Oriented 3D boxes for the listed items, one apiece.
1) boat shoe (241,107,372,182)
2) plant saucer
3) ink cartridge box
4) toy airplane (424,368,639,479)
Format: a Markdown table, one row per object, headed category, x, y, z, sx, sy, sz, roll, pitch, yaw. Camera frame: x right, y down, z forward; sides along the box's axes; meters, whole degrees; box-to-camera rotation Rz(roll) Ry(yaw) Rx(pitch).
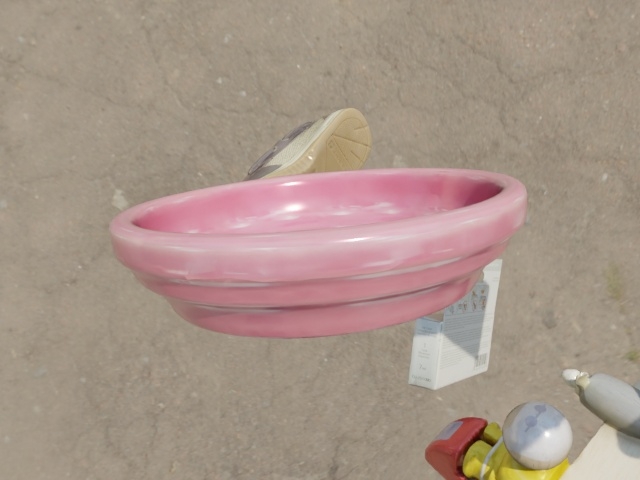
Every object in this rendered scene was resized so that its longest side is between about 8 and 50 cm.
| category | x | y | z | sx | sy | sz | roll | pitch | yaw |
| --- | --- | --- | --- | --- | --- | --- | --- | --- | --- |
| boat shoe | -0.046 | -0.061 | 0.796 | 0.092 | 0.103 | 0.285 | 3 | 46 | 50 |
| plant saucer | 0.000 | 0.000 | 0.542 | 0.332 | 0.332 | 0.084 | -2 | 103 | 14 |
| ink cartridge box | 0.265 | 0.148 | 1.246 | 0.060 | 0.275 | 0.239 | 7 | 92 | 34 |
| toy airplane | 0.323 | 0.336 | 0.844 | 0.384 | 0.386 | 0.272 | -17 | 113 | 13 |
